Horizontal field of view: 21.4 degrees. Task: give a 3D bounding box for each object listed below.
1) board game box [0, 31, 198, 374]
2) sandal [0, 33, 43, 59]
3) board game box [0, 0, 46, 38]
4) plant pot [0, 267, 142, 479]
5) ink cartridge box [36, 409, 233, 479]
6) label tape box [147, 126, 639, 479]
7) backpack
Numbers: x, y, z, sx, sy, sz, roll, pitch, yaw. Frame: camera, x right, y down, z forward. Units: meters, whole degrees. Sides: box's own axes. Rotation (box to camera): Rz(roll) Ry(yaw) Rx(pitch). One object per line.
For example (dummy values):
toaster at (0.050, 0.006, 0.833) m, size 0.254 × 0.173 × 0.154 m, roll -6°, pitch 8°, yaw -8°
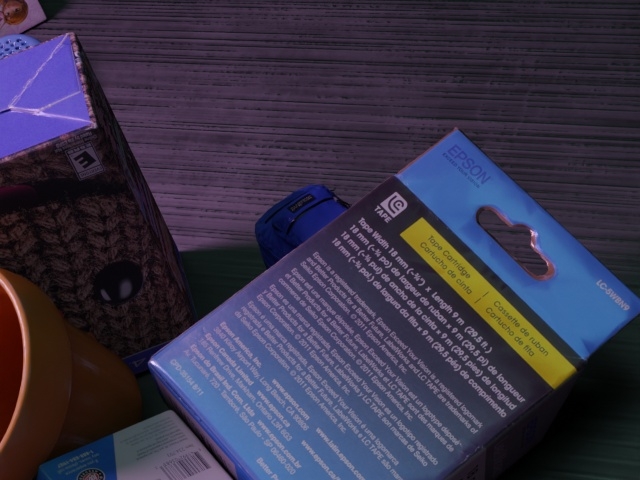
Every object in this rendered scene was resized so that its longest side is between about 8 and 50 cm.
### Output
board game box at (-0.265, -0.001, 1.512) m, size 0.232 × 0.291 × 0.141 m, roll -21°, pitch 44°, yaw 1°
sandal at (-0.346, -0.111, 1.751) m, size 0.126 × 0.138 × 0.317 m, roll -8°, pitch 45°, yaw 15°
board game box at (-0.529, -0.286, 2.021) m, size 0.319 × 0.066 × 0.318 m, roll -31°, pitch 47°, yaw -9°
plant pot at (-0.256, 0.135, 1.419) m, size 0.205 × 0.188 × 0.205 m, roll -12°, pitch 69°, yaw 32°
ink cartridge box at (-0.108, 0.254, 1.323) m, size 0.134 × 0.078 × 0.231 m, roll -20°, pitch 54°, yaw -37°
label tape box at (0.065, 0.099, 1.398) m, size 0.334 × 0.106 × 0.240 m, roll -37°, pitch 64°, yaw -14°
backpack at (0.000, 0.000, 1.554) m, size 0.098 × 0.101 × 0.120 m, roll -31°, pitch 43°, yaw -18°
